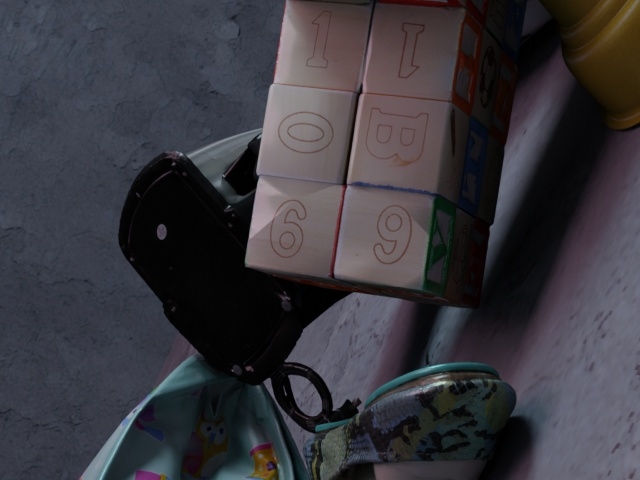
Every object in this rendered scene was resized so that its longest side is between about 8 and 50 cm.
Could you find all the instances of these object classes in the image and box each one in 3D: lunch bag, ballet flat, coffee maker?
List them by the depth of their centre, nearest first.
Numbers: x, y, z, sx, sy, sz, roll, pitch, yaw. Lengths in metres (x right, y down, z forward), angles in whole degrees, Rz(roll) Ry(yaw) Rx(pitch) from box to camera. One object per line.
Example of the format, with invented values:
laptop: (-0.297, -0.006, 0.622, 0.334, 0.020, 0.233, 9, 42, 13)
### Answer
ballet flat: (0.039, 0.099, 0.738, 0.188, 0.070, 0.070, 130, 164, -71)
lunch bag: (-0.102, 0.215, 0.948, 0.223, 0.160, 0.262, 121, 165, -48)
coffee maker: (0.000, 0.000, 0.967, 0.120, 0.171, 0.178, -20, 9, 47)

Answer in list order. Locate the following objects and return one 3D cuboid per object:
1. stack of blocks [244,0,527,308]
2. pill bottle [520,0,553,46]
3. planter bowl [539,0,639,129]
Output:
stack of blocks: (0.039, -0.124, 0.796, 0.171, 0.087, 0.297, 19, -100, -71)
pill bottle: (0.085, -0.164, 1.003, 0.221, 0.121, 0.121, 137, 157, -72)
planter bowl: (0.138, -0.164, 0.737, 0.217, 0.090, 0.217, -156, 90, -83)
